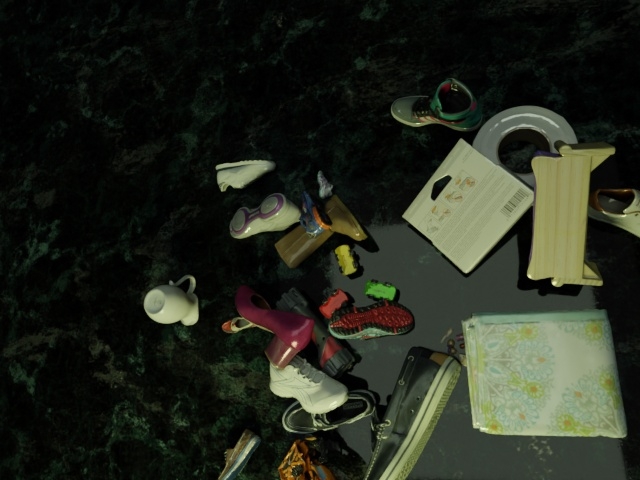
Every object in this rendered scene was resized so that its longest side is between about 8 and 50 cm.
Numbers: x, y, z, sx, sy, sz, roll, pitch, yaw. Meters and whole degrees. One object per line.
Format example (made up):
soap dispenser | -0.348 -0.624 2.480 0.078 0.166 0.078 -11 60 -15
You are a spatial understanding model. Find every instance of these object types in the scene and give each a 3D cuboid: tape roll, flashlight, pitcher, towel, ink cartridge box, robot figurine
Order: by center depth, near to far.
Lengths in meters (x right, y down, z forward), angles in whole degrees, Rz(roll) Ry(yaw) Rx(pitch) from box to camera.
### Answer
towel | 0.583 0.348 1.213 0.374 0.090 0.321 -5 80 15
robot figurine | -0.026 0.692 1.276 0.211 0.085 0.291 -60 36 9
ink cartridge box | 0.425 -0.099 1.314 0.261 0.066 0.296 45 120 20
tape roll | 0.593 -0.247 1.340 0.286 0.100 0.286 -4 77 17
flashlight | -0.026 0.294 1.427 0.103 0.103 0.304 -30 61 -31
pitcher | -0.496 0.194 1.543 0.125 0.207 0.178 -2 76 17

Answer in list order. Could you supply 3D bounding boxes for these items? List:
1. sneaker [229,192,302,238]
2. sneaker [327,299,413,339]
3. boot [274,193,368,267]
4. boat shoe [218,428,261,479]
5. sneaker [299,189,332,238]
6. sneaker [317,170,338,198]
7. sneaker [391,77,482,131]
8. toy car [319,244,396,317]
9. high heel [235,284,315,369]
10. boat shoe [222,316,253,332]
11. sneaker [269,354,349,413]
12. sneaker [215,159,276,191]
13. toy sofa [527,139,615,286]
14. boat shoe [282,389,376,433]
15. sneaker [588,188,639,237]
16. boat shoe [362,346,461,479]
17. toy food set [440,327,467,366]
sneaker | -0.190 -0.059 1.550 0.305 0.152 0.114 -16 61 39
sneaker | 0.148 0.246 1.377 0.261 0.125 0.104 -1 67 -8
boot | 0.000 0.000 1.466 0.269 0.089 0.236 -40 38 5
boat shoe | -0.266 0.683 1.437 0.066 0.066 0.183 34 80 27
sneaker | -0.035 -0.088 1.445 0.087 0.083 0.221 -45 30 16
sneaker | 0.028 -0.195 1.550 0.069 0.038 0.098 -9 85 15
sneaker | 0.353 -0.425 1.416 0.295 0.178 0.124 12 82 21
toy car | 0.129 0.148 1.429 0.224 0.053 0.239 12 83 20
high heel | -0.141 0.213 1.419 0.181 0.127 0.377 -53 46 10
boat shoe | -0.278 0.284 1.538 0.136 0.043 0.049 -13 76 16
sneaker | -0.049 0.414 1.339 0.297 0.111 0.129 4 115 36
sneaker | -0.266 -0.237 1.640 0.235 0.090 0.095 -6 89 21
toy sofa | 0.636 -0.072 1.178 0.177 0.150 0.363 1 107 23
boat shoe | 0.015 0.515 1.356 0.301 0.102 0.108 -15 74 15
sneaker | 0.860 -0.069 1.200 0.290 0.123 0.106 16 81 20
boat shoe | 0.210 0.523 1.255 0.156 0.187 0.500 26 84 30
toy food set | 0.413 0.312 1.315 0.122 0.019 0.078 37 91 22
